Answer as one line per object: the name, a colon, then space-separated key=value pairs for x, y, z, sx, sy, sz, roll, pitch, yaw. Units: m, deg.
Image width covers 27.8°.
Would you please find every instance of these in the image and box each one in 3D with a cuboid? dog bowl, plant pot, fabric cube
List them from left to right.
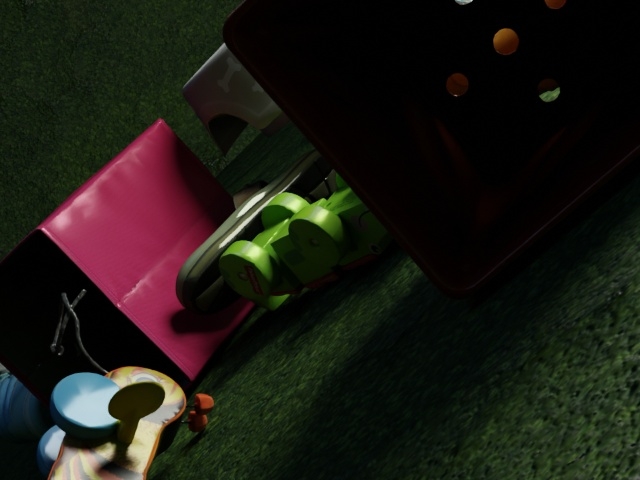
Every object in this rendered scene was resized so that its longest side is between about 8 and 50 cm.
fabric cube: x=-0.243 y=0.058 z=1.610 sx=0.254 sy=0.259 sz=0.258 roll=-37 pitch=10 yaw=43
dog bowl: x=-0.033 y=-0.259 z=1.595 sx=0.349 sy=0.102 sz=0.349 roll=-44 pitch=9 yaw=9
plant pot: x=0.132 y=-0.152 z=1.004 sx=0.267 sy=0.267 sz=0.236 roll=-41 pitch=-3 yaw=16

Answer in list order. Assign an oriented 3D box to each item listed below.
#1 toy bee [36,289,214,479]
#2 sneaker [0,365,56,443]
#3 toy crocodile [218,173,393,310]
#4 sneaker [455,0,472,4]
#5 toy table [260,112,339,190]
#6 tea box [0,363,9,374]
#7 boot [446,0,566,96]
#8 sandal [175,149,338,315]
toy bee: x=-0.181 y=0.173 z=1.220 sx=0.195 sy=0.162 sz=0.298 roll=122 pitch=155 yaw=-58
sneaker: x=-0.387 y=0.185 z=1.978 sx=0.208 sy=0.127 sz=0.319 roll=-18 pitch=24 yaw=44
toy crocodile: x=0.000 y=0.000 z=1.350 sx=0.340 sy=0.105 sz=0.115 roll=-25 pitch=20 yaw=50
sneaker: x=0.186 y=-0.234 z=1.414 sx=0.125 sy=0.104 sz=0.262 roll=-27 pitch=-5 yaw=4
toy table: x=0.058 y=-0.188 z=1.692 sx=0.274 sy=0.161 sz=0.252 roll=-38 pitch=12 yaw=38
tea box: x=-0.402 y=0.102 z=2.191 sx=0.329 sy=0.220 sz=0.323 roll=-46 pitch=9 yaw=-6
boot: x=0.145 y=-0.163 z=1.191 sx=0.211 sy=0.104 sz=0.295 roll=-21 pitch=-14 yaw=-26
sandal: x=-0.078 y=-0.026 z=1.547 sx=0.086 sy=0.120 sz=0.303 roll=23 pitch=43 yaw=32
